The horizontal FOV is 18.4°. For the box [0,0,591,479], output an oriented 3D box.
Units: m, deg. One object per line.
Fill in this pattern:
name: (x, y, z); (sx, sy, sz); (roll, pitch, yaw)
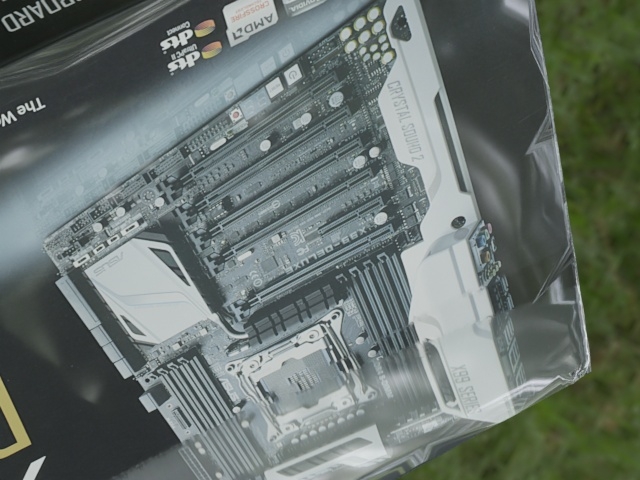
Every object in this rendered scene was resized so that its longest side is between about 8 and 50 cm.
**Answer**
box: (-0.070, 0.013, 0.642); (0.307, 0.076, 0.242); (-26, 134, -12)
